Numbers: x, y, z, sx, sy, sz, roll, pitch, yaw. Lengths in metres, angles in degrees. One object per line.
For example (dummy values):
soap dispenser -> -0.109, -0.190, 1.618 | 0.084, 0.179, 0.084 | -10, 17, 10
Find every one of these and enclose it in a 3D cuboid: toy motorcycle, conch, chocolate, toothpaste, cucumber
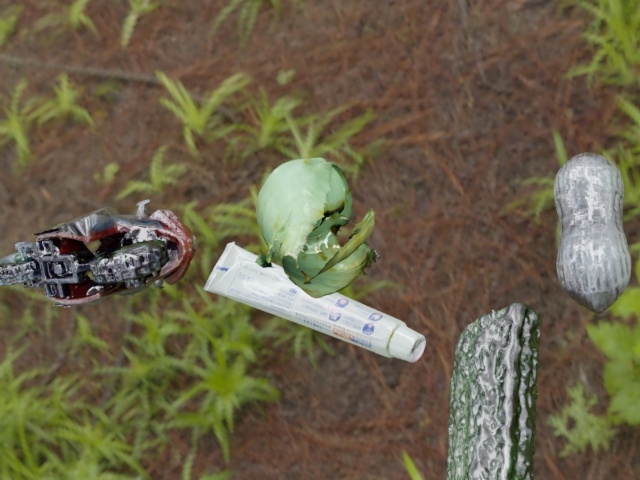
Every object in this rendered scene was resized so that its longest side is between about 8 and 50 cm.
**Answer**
toy motorcycle -> -0.196, 0.011, 1.194 | 0.213, 0.082, 0.122 | -2, 8, 42
conch -> 0.000, 0.000, 1.009 | 0.079, 0.105, 0.170 | -58, 11, 22
chocolate -> 0.265, -0.009, 1.322 | 0.072, 0.072, 0.167 | -7, 62, 20
toothpaste -> -0.007, 0.056, 1.179 | 0.218, 0.033, 0.052 | 21, 75, 28
cucumber -> 0.133, 0.176, 1.038 | 0.077, 0.077, 0.265 | -7, 56, 20
